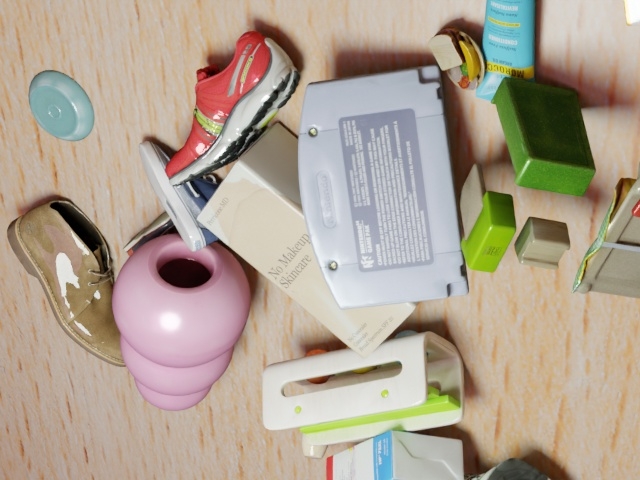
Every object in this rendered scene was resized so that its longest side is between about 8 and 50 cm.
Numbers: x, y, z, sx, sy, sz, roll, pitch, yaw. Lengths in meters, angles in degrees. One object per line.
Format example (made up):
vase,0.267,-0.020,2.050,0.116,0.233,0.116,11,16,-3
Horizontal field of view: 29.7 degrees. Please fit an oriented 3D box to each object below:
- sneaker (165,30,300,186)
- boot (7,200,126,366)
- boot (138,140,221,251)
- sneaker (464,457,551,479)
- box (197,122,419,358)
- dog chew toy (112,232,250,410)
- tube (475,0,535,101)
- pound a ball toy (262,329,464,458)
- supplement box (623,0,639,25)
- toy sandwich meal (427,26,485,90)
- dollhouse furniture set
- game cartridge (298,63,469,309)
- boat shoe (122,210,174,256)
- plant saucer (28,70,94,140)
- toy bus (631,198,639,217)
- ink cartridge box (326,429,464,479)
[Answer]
sneaker,-0.136,-0.182,1.665,0.118,0.107,0.279,51,126,7
boot,-0.378,0.071,1.966,0.115,0.112,0.305,-29,102,29
boot,-0.192,-0.077,1.782,0.190,0.086,0.069,59,161,16
sneaker,0.343,0.483,1.845,0.410,0.158,0.182,54,162,-15
box,0.000,0.000,1.680,0.311,0.121,0.148,39,132,1
dog chew toy,-0.219,0.144,1.864,0.207,0.206,0.332,26,138,12
tube,0.224,-0.248,1.434,0.080,0.052,0.207,22,137,28
pound a ball toy,0.063,0.228,1.813,0.319,0.135,0.208,-15,153,30
supplement box,0.384,-0.274,1.326,0.098,0.036,0.062,1,121,30
toy sandwich meal,0.166,-0.220,1.476,0.085,0.029,0.085,39,144,37
dollhouse furniture set,0.339,-0.053,1.480,0.302,0.151,0.197,9,133,-13
game cartridge,0.074,-0.065,1.545,0.198,0.062,0.297,-6,99,13
boat shoe,-0.257,-0.003,1.875,0.043,0.049,0.137,46,134,-10
plant saucer,-0.400,-0.200,1.838,0.119,0.021,0.119,15,127,20
toy bus,0.469,-0.020,1.344,0.191,0.104,0.202,-33,126,20
ink cartridge box,0.099,0.360,1.849,0.134,0.078,0.231,13,152,-29
